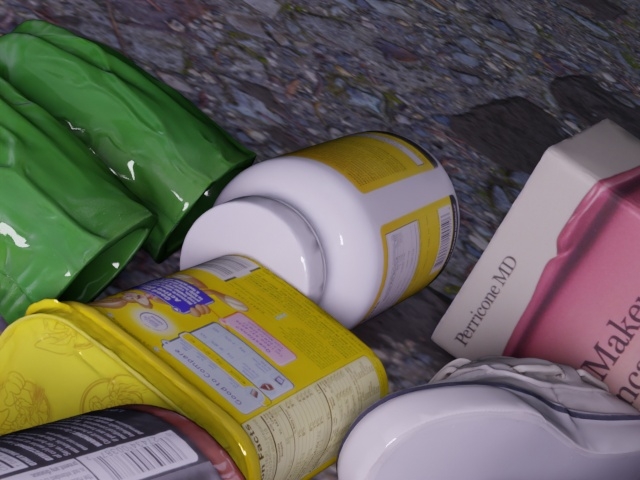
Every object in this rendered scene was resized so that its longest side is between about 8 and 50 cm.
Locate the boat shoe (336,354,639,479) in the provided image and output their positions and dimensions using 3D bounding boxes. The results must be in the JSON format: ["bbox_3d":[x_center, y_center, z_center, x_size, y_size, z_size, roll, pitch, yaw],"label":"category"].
[{"bbox_3d":[0.090,0.098,0.821,0.267,0.096,0.088,6,29,-46],"label":"boat shoe"}]

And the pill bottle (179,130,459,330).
[{"bbox_3d":[0.000,0.000,0.901,0.103,0.103,0.184,37,24,15],"label":"pill bottle"}]

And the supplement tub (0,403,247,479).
[{"bbox_3d":[-0.112,0.119,0.525,0.106,0.106,0.198,40,26,23],"label":"supplement tub"}]

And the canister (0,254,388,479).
[{"bbox_3d":[-0.053,0.069,0.736,0.126,0.073,0.170,37,22,15],"label":"canister"}]

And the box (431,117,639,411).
[{"bbox_3d":[0.210,0.056,0.976,0.232,0.148,0.127,36,24,15],"label":"box"}]

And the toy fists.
[{"bbox_3d":[-0.142,-0.038,0.828,0.142,0.096,0.279,41,22,4],"label":"toy fists"}]
